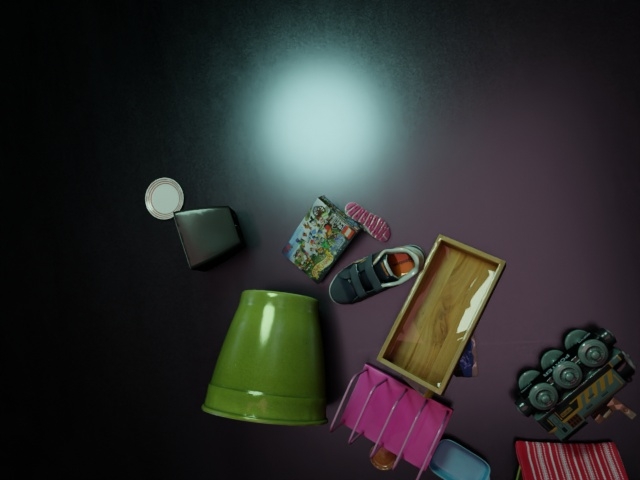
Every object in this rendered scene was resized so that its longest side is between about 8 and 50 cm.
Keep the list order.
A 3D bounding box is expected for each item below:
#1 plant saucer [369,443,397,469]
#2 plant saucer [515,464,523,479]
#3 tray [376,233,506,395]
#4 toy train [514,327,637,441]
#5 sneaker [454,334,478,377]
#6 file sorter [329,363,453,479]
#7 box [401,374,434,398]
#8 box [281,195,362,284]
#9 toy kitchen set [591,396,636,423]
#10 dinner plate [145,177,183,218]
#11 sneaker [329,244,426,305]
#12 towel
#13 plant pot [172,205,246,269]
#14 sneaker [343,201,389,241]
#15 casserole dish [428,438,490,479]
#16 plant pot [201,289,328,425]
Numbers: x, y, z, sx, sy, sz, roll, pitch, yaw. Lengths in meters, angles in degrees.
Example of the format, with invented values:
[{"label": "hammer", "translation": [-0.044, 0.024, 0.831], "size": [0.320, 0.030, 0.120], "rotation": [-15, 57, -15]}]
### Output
[{"label": "plant saucer", "translation": [0.194, 0.662, 1.648], "size": [0.084, 0.013, 0.083], "rotation": [0, 88, 13]}, {"label": "plant saucer", "translation": [0.644, 0.736, 1.511], "size": [0.189, 0.045, 0.188], "rotation": [15, 92, 32]}, {"label": "tray", "translation": [0.347, 0.209, 1.538], "size": [0.203, 0.076, 0.410], "rotation": [25, 83, 25]}, {"label": "toy train", "translation": [0.706, 0.397, 1.487], "size": [0.334, 0.142, 0.190], "rotation": [-44, 93, 6]}, {"label": "sneaker", "translation": [0.415, 0.331, 1.584], "size": [0.085, 0.058, 0.152], "rotation": [-6, 94, 4]}, {"label": "file sorter", "translation": [0.199, 0.525, 1.547], "size": [0.291, 0.182, 0.202], "rotation": [25, 94, 19]}, {"label": "box", "translation": [0.328, 0.363, 1.587], "size": [0.105, 0.043, 0.179], "rotation": [37, 100, 48]}, {"label": "box", "translation": [0.000, 0.000, 1.648], "size": [0.159, 0.044, 0.233], "rotation": [41, 120, 11]}, {"label": "toy kitchen set", "translation": [0.817, 0.490, 1.487], "size": [0.075, 0.068, 0.083], "rotation": [38, 97, 11]}, {"label": "dinner plate", "translation": [-0.529, -0.142, 1.825], "size": [0.141, 0.017, 0.141], "rotation": [0, 88, 13]}, {"label": "sneaker", "translation": [0.161, 0.101, 1.613], "size": [0.321, 0.127, 0.126], "rotation": [-28, 84, 12]}, {"label": "towel", "translation": [0.687, 0.634, 1.460], "size": [0.275, 0.198, 0.031], "rotation": [-3, 124, 12]}, {"label": "plant pot", "translation": [-0.340, -0.017, 1.706], "size": [0.167, 0.188, 0.187], "rotation": [-18, 84, -2]}, {"label": "sneaker", "translation": [0.138, -0.055, 1.656], "size": [0.170, 0.075, 0.063], "rotation": [34, 78, -11]}, {"label": "casserole dish", "translation": [0.410, 0.665, 1.589], "size": [0.189, 0.037, 0.114], "rotation": [29, 95, 11]}, {"label": "plant pot", "translation": [-0.141, 0.333, 1.584], "size": [0.367, 0.366, 0.352], "rotation": [4, 78, 13]}]
